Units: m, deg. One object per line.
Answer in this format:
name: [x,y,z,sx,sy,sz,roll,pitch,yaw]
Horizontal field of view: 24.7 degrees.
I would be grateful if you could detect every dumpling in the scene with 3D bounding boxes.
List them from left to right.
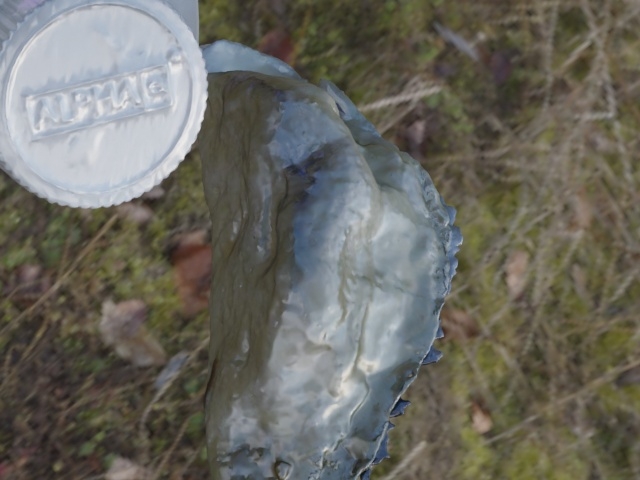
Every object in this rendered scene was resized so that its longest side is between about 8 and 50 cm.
dumpling: [-0.004,-0.001,0.864,0.086,0.166,0.332,55,24,-62]

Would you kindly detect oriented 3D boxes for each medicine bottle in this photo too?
medicine bottle: [-0.124,-0.084,0.611,0.132,0.188,0.088,-3,111,-29]
